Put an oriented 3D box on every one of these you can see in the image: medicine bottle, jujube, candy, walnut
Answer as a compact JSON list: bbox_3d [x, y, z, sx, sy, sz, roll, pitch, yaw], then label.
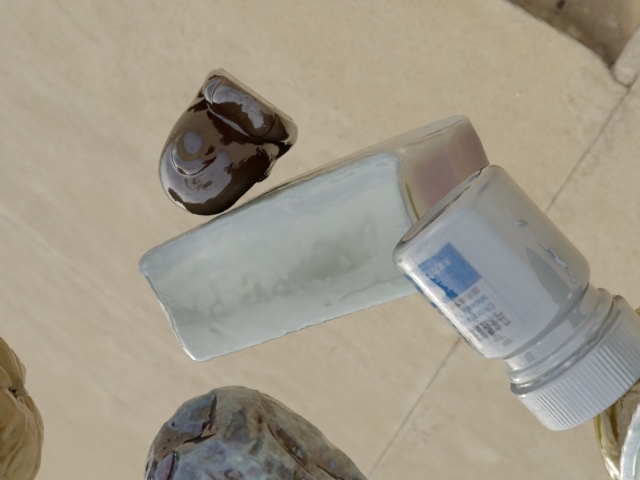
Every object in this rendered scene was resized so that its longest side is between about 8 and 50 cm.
[{"bbox_3d":[0.139,0.038,0.660,0.168,0.105,0.105,47,150,-2],"label":"medicine bottle"},{"bbox_3d":[-0.066,0.332,1.199,0.317,0.226,0.226,44,150,-17],"label":"jujube"},{"bbox_3d":[0.002,0.001,1.004,0.359,0.208,0.145,-21,96,30],"label":"candy"},{"bbox_3d":[-0.515,0.256,1.263,0.296,0.285,0.285,54,158,28],"label":"walnut"}]

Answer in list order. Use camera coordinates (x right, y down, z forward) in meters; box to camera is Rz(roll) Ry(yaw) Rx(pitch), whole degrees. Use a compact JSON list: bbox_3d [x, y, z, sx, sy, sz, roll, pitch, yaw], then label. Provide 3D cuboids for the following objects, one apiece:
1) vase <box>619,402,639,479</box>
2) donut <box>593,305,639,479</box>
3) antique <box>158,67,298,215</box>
[{"bbox_3d":[0.343,0.103,0.583,0.250,0.250,0.445,28,147,19],"label":"vase"},{"bbox_3d":[0.375,0.188,0.936,0.128,0.208,0.261,-19,94,53],"label":"donut"},{"bbox_3d":[-0.103,-0.102,1.040,0.121,0.143,0.257,33,-171,-8],"label":"antique"}]
